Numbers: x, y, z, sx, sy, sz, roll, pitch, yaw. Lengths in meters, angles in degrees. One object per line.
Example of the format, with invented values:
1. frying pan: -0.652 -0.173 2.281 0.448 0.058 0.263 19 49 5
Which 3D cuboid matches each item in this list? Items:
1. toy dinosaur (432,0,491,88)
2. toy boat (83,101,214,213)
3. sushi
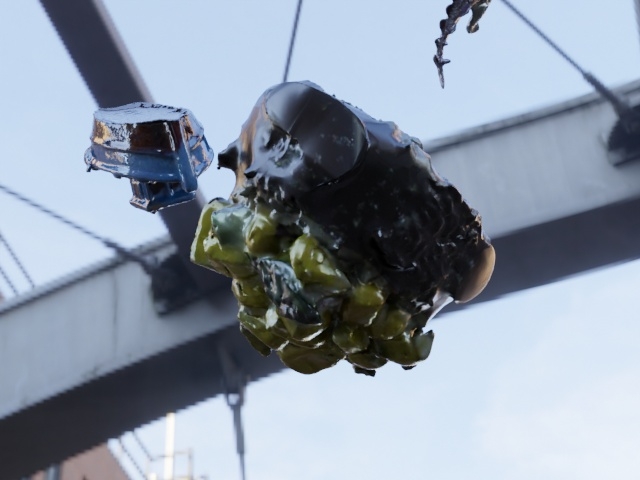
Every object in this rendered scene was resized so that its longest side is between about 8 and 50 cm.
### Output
1. toy dinosaur: 0.144 -0.234 1.187 0.039 0.209 0.082 24 -20 2
2. toy boat: -0.153 -0.070 1.135 0.100 0.223 0.097 -16 -75 -20
3. sushi: 0.000 0.000 1.542 0.285 0.328 0.329 -51 -30 -12
